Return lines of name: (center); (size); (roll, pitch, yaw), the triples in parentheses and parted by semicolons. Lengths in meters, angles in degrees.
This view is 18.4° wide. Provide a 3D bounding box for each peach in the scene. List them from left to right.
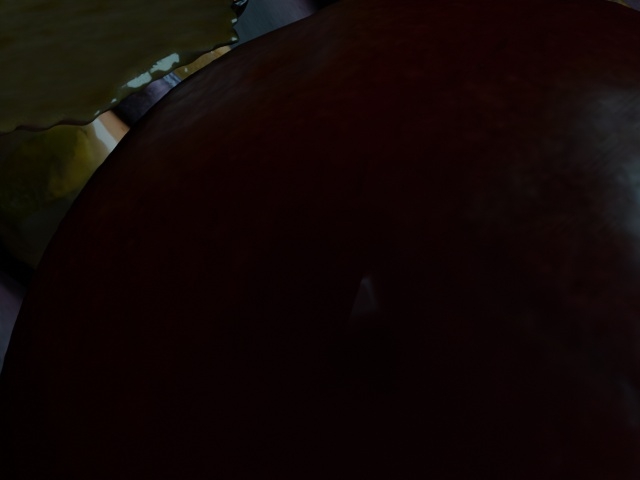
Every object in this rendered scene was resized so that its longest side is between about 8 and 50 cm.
peach: (0.060, 0.118, 0.672); (0.310, 0.335, 0.406); (-31, 100, -42)

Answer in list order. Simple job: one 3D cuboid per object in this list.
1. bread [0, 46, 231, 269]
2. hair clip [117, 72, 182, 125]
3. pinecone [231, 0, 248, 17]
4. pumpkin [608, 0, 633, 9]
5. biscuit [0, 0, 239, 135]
bread: (-0.102, -0.049, 0.955); (0.213, 0.105, 0.213); (45, 30, -35)
hair clip: (-0.066, -0.067, 0.873); (0.229, 0.039, 0.070); (45, 29, -29)
pinecone: (-0.090, -0.207, 1.308); (0.140, 0.140, 0.121); (44, -15, -31)
pumpkin: (0.160, -0.124, 1.774); (0.232, 0.242, 0.325); (17, 21, -12)
biscuit: (-0.152, -0.091, 0.725); (0.232, 0.237, 0.013); (-103, -175, -56)
